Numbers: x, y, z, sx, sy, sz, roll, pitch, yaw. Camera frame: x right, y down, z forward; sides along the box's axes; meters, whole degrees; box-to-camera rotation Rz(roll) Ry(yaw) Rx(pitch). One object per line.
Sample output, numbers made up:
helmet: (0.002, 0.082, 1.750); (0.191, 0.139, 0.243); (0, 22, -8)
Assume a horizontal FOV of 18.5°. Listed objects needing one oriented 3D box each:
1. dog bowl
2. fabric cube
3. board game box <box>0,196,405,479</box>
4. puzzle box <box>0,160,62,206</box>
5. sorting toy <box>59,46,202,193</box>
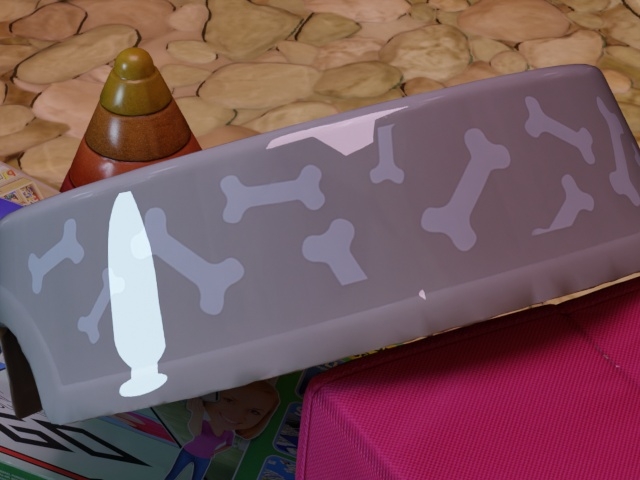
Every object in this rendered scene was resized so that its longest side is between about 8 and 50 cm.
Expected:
dog bowl: (0.000, 0.000, 0.966); (0.349, 0.102, 0.349); (-14, 0, 0)
fabric cube: (0.157, 0.193, 0.838); (0.259, 0.254, 0.258); (-15, 38, -23)
board game box: (-0.110, 0.087, 1.118); (0.317, 0.046, 0.213); (19, 37, 4)
puzzle box: (-0.328, 0.043, 1.165); (0.272, 0.052, 0.409); (27, 37, 9)
sorting toy: (-0.003, -0.076, 1.361); (0.366, 0.126, 0.127); (0, 33, 0)
